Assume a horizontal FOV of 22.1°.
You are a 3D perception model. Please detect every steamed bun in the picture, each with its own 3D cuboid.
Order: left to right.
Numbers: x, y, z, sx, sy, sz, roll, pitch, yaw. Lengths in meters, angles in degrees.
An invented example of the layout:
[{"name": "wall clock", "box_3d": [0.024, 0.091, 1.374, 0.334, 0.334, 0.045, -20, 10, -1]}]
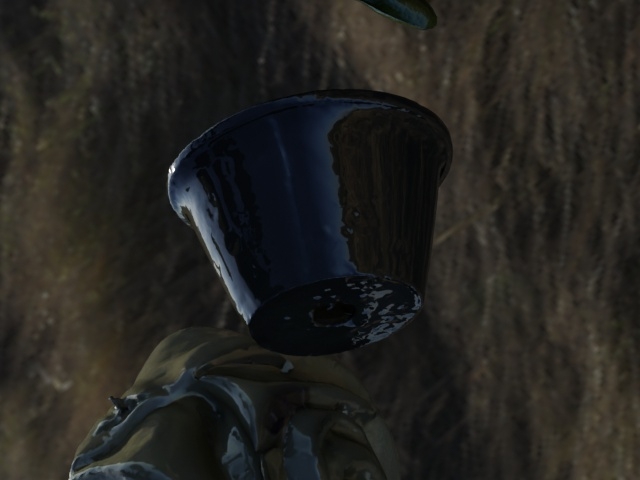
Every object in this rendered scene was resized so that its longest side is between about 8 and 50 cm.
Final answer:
[{"name": "steamed bun", "box_3d": [-0.053, 0.252, 1.595, 0.255, 0.368, 0.342, -27, 107, 42]}]

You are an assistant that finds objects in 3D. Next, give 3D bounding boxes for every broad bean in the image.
[{"name": "broad bean", "box_3d": [0.011, -0.250, 1.578, 0.039, 0.226, 0.069, 125, 146, -46]}]

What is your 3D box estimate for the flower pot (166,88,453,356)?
[{"name": "flower pot", "box_3d": [0.000, 0.000, 1.476, 0.269, 0.269, 0.166, 122, 145, -58]}]
